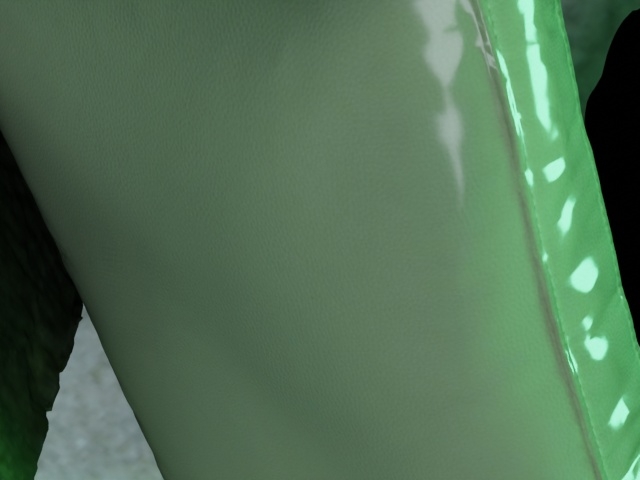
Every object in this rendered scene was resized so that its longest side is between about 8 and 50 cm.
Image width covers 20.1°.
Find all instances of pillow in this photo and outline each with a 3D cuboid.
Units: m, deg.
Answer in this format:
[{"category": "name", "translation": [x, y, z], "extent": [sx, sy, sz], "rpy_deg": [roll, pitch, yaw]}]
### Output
[{"category": "pillow", "translation": [0.000, 0.000, 0.645], "extent": [0.255, 0.120, 0.322], "rpy_deg": [8, 128, 42]}]

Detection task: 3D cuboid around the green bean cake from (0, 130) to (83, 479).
[{"category": "green bean cake", "translation": [-0.166, -0.003, 0.645], "extent": [0.094, 0.185, 0.183], "rpy_deg": [-19, 116, 18]}]

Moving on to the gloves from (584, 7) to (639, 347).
[{"category": "gloves", "translation": [0.247, -0.041, 0.637], "extent": [0.301, 0.152, 0.197], "rpy_deg": [9, 128, -4]}]
